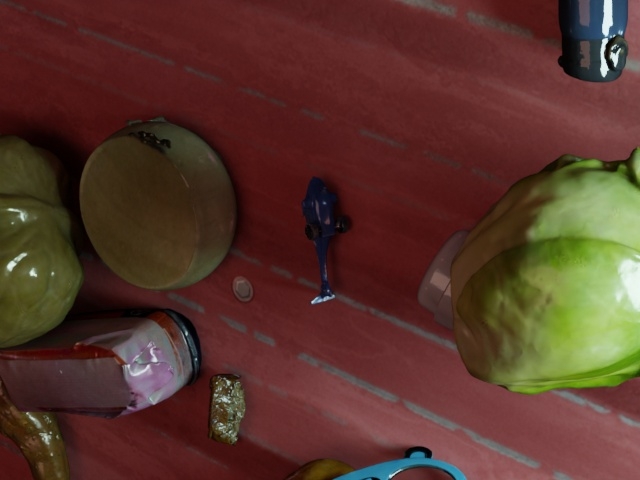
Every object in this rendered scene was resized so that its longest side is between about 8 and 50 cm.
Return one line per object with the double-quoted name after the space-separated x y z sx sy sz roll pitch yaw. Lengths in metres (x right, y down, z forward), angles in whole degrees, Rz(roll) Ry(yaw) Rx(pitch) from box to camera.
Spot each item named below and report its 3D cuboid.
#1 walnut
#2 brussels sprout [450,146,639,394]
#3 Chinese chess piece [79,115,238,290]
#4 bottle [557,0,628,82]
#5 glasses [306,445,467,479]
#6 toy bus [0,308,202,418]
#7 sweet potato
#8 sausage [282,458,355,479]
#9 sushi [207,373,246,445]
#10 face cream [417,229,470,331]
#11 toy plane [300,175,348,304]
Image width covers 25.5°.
-0.465 0.006 1.988 0.277 0.282 0.253 -27 128 33 "walnut"
0.272 0.036 1.439 0.294 0.259 0.227 -18 57 8 "brussels sprout"
-0.214 -0.048 1.883 0.238 0.092 0.237 14 114 34 "Chinese chess piece"
0.281 -0.286 1.441 0.082 0.072 0.244 21 120 50 "bottle"
0.084 0.385 1.769 0.239 0.102 0.206 -19 107 -4 "glasses"
-0.319 0.174 2.012 0.303 0.147 0.127 -4 109 39 "toy bus"
-0.475 0.232 2.172 0.354 0.095 0.106 63 170 5 "sweet potato"
-0.034 0.385 1.898 0.109 0.109 0.270 45 128 16 "sausage"
-0.129 0.233 1.942 0.052 0.055 0.120 -125 38 -72 "sushi"
0.176 0.053 1.613 0.104 0.117 0.117 33 123 14 "face cream"
0.000 0.000 1.773 0.062 0.054 0.167 19 119 59 "toy plane"
